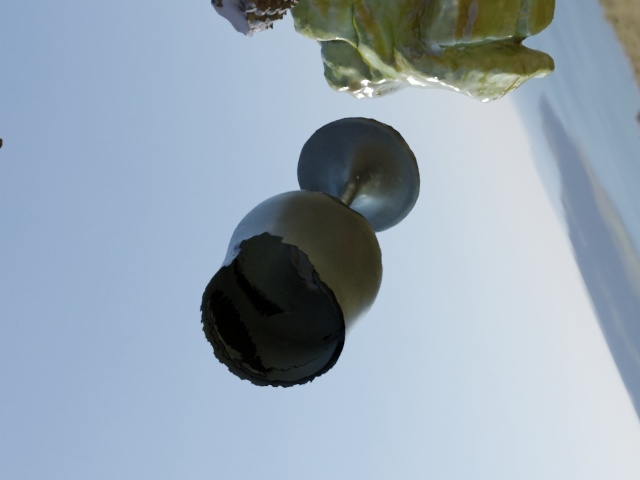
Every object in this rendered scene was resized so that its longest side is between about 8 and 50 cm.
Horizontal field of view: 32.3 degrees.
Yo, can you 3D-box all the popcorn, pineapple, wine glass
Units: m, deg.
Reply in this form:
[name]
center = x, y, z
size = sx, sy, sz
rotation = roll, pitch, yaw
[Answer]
[popcorn]
center = 0.110, -0.258, 1.095
size = 0.276, 0.276, 0.226
rotation = -83, -13, -68
[pineapple]
center = -0.015, -0.230, 0.880
size = 0.074, 0.159, 0.074
rotation = 46, 164, 17
[wine glass]
center = 0.000, 0.000, 0.579
size = 0.079, 0.079, 0.195
rotation = 63, -158, -16

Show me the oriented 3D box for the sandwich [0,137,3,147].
[sandwich]
center = -0.525, -0.097, 1.442
size = 0.244, 0.090, 0.088
rotation = -57, -39, -46
